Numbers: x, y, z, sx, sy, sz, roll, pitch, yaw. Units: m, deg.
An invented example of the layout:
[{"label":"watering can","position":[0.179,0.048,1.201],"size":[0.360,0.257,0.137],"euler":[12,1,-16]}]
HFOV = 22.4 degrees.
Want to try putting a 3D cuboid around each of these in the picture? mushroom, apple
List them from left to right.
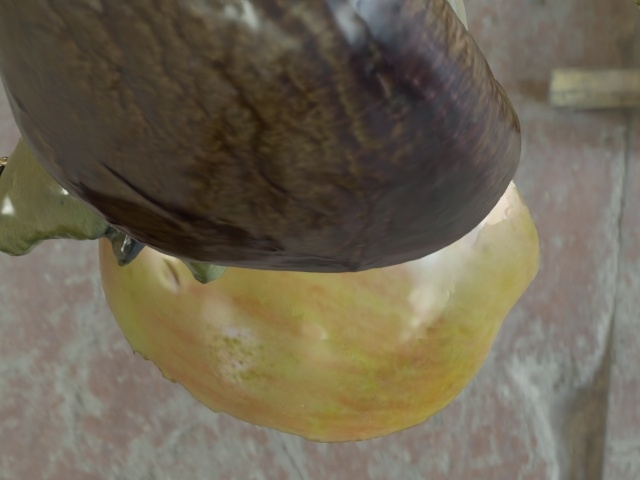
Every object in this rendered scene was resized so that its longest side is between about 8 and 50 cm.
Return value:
[{"label":"mushroom","position":[-0.037,-0.078,0.431],"size":[0.138,0.231,0.194],"euler":[-22,35,14]},{"label":"apple","position":[0.000,0.000,1.322],"size":[0.309,0.252,0.314],"euler":[31,97,26]}]

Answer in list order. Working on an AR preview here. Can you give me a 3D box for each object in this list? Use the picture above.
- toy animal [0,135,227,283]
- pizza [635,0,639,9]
[{"label":"toy animal","position":[-0.091,-0.085,0.591],"size":[0.103,0.101,0.219],"euler":[-13,89,-16]},{"label":"pizza","position":[0.240,-0.084,0.820],"size":[0.181,0.262,0.034],"euler":[12,73,35]}]
